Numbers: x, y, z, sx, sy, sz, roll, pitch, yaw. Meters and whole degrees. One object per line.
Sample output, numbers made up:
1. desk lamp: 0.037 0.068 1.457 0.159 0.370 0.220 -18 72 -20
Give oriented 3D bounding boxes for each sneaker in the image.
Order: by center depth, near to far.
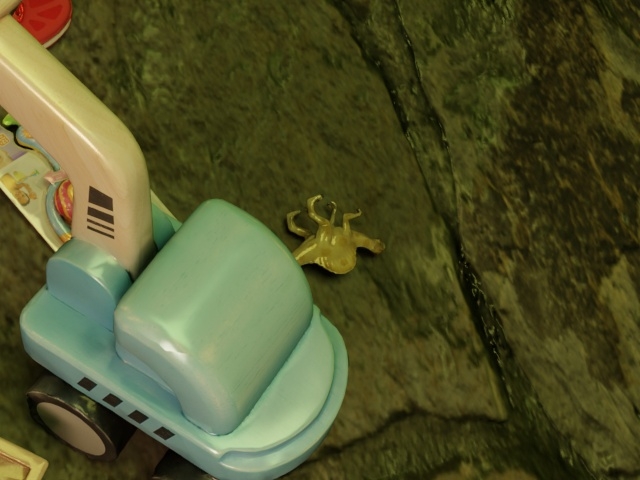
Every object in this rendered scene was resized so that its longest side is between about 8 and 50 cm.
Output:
1. sneaker: -0.360 -0.251 1.174 0.221 0.128 0.087 -27 79 -31

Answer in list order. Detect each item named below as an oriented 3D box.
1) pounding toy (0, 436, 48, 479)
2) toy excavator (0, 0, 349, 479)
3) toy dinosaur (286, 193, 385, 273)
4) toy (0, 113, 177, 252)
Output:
1. pounding toy: -0.324 0.275 0.955 0.181 0.094 0.206 30 66 -14
2. toy excavator: -0.157 0.011 0.950 0.433 0.445 0.222 31 56 8
3. toy dinosaur: 0.000 0.000 1.256 0.183 0.053 0.093 -16 74 -30
4. toy: -0.250 -0.056 1.170 0.237 0.056 0.137 47 58 4
